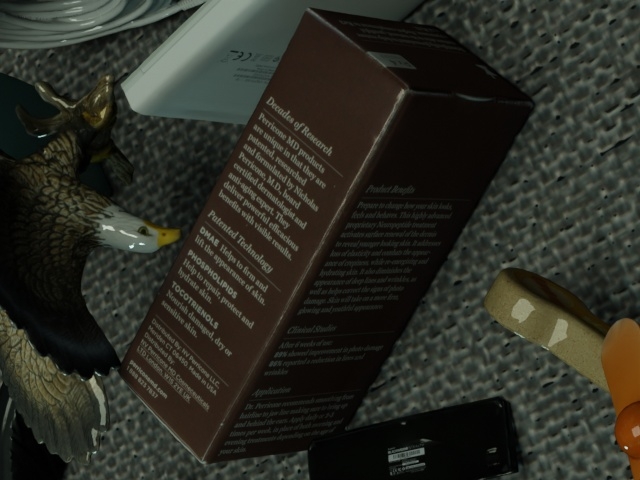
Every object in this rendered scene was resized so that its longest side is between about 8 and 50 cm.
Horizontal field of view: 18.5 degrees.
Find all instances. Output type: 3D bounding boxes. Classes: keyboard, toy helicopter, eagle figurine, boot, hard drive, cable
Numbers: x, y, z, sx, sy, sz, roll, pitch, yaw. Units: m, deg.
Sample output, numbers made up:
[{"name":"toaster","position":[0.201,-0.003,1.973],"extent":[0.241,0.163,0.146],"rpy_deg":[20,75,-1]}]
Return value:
[{"name":"keyboard","position":[0.082,0.203,1.705],"extent":[0.192,0.038,0.100],"rpy_deg":[-15,61,22]},{"name":"toy helicopter","position":[0.252,0.124,1.463],"extent":[0.355,0.235,0.140],"rpy_deg":[36,111,33]},{"name":"eagle figurine","position":[-0.229,0.010,1.678],"extent":[0.225,0.226,0.298],"rpy_deg":[-11,55,42]},{"name":"boot","position":[-0.361,0.199,2.027],"extent":[0.207,0.094,0.247],"rpy_deg":[21,108,32]},{"name":"hard drive","position":[-0.002,-0.204,1.683],"extent":[0.307,0.203,0.040],"rpy_deg":[-40,66,31]},{"name":"cable","position":[-0.253,-0.258,1.845],"extent":[0.257,0.257,0.089],"rpy_deg":[-17,74,37]}]

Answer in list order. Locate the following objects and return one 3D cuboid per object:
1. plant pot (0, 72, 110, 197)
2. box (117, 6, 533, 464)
[{"name":"plant pot","position":[-0.334,-0.062,1.921],"extent":[0.165,0.234,0.165],"rpy_deg":[-37,68,31]},{"name":"box","position":[0.000,0.000,1.689],"extent":[0.143,0.191,0.381],"rpy_deg":[43,114,30]}]
